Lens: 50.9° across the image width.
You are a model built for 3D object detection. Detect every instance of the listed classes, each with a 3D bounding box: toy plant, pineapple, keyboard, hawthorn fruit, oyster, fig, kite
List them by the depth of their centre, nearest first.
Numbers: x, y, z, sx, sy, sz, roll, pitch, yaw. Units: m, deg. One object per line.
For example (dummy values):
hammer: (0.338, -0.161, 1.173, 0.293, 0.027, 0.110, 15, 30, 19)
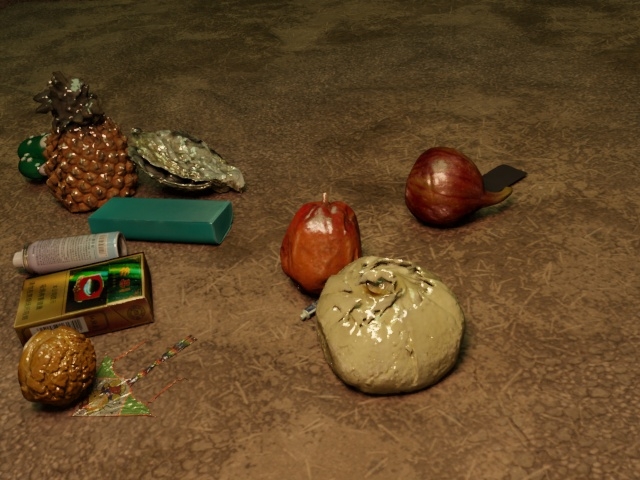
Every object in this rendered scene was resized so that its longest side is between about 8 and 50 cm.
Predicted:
kite: (-0.310, 0.232, 1.145, 0.244, 0.006, 0.198, -31, 41, -30)
hawthorn fruit: (0.000, 0.014, 1.256, 0.173, 0.179, 0.173, -3, 60, 4)
fig: (0.284, -0.103, 1.392, 0.207, 0.175, 0.175, 22, 42, 14)
keyboard: (0.380, -0.123, 1.519, 0.196, 0.015, 0.074, -30, 44, -29)
pineapple: (-0.566, -0.252, 1.582, 0.223, 0.357, 0.223, -4, 38, 3)
oyster: (-0.323, -0.190, 1.606, 0.267, 0.112, 0.198, 12, 27, -32)
toy plant: (-0.702, -0.241, 1.806, 0.232, 0.112, 0.243, -31, 35, -23)

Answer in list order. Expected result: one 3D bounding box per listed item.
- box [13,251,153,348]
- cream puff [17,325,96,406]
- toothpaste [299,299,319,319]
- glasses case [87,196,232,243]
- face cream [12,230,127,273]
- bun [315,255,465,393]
box: (-0.446, 0.113, 1.285, 0.240, 0.071, 0.159, -13, 32, -9)
cream puff: (-0.421, 0.207, 1.091, 0.103, 0.144, 0.126, 14, 59, 7)
toothpaste: (-0.007, 0.122, 1.236, 0.027, 0.019, 0.083, 6, 29, 46)
glasses case: (-0.353, -0.043, 1.501, 0.301, 0.070, 0.117, 2, 30, 16)
face cream: (-0.530, 0.028, 1.419, 0.229, 0.075, 0.075, -6, 35, 2)
bun: (0.112, 0.118, 1.105, 0.259, 0.152, 0.259, -7, 34, 5)
